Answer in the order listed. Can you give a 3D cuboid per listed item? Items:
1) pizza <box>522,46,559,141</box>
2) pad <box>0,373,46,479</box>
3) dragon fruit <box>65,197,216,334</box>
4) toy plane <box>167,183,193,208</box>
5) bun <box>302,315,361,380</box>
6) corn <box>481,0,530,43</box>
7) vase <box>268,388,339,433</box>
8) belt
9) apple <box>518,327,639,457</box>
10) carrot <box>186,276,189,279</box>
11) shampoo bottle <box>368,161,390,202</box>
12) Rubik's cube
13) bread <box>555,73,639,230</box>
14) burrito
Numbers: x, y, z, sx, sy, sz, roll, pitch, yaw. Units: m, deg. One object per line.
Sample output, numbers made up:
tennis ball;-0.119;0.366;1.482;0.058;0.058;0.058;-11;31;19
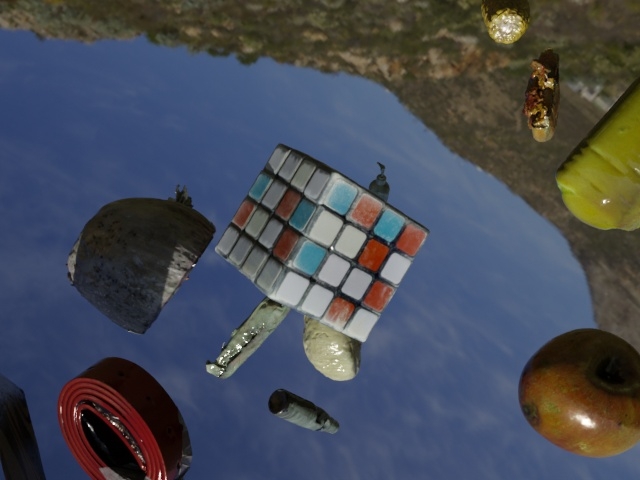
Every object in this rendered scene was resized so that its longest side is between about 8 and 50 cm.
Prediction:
pizza;0.541;-0.358;1.968;0.081;0.228;0.289;7;-157;19
pad;-0.460;0.356;1.255;0.220;0.004;0.330;93;156;-66
dragon fruit;-0.346;0.007;1.568;0.221;0.204;0.283;32;-148;-5
toy plane;-0.323;-0.038;1.881;0.082;0.160;0.234;-7;-142;-2
bun;0.028;0.251;2.142;0.244;0.153;0.243;-8;-90;-83
corn;0.394;-0.484;1.705;0.101;0.101;0.310;39;-157;-9
vase;-0.028;0.385;1.779;0.211;0.060;0.060;34;-162;-43
belt;-0.403;0.405;1.680;0.324;0.227;0.115;56;-151;-1
apple;0.471;0.276;1.430;0.237;0.207;0.237;10;-126;-14
carrot;-0.357;0.025;2.049;0.055;0.055;0.161;23;-129;-44
shampoo bottle;0.144;-0.113;2.039;0.056;0.195;0.056;4;-132;-4
Rubik's cube;0.000;0.001;1.523;0.256;0.253;0.259;29;-179;-35
bread;0.468;-0.164;1.018;0.166;0.383;0.112;25;-158;-36
burrito;-0.171;0.234;2.043;0.066;0.309;0.096;48;-169;30
